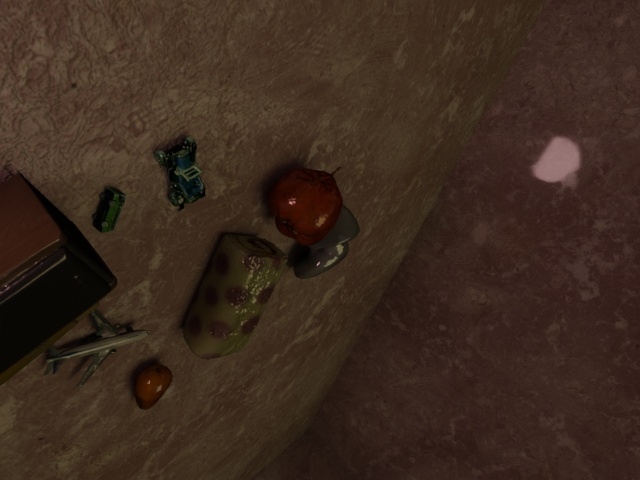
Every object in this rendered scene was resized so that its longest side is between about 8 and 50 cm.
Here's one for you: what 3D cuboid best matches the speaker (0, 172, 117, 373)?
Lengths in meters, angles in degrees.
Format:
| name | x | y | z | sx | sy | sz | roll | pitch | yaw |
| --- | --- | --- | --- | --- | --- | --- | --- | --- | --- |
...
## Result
| name | x | y | z | sx | sy | sz | roll | pitch | yaw |
| --- | --- | --- | --- | --- | --- | --- | --- | --- | --- |
| speaker | -0.456 | 0.054 | 0.609 | 0.231 | 0.192 | 0.153 | -41 | 154 | -17 |

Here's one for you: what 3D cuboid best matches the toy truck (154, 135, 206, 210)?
| name | x | y | z | sx | sy | sz | roll | pitch | yaw |
| --- | --- | --- | --- | --- | --- | --- | --- | --- | --- |
| toy truck | -0.263 | -0.124 | 0.857 | 0.080 | 0.078 | 0.154 | -38 | 151 | -30 |

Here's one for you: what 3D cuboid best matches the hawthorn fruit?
| name | x | y | z | sx | sy | sz | roll | pitch | yaw |
| --- | --- | --- | --- | --- | --- | --- | --- | --- | --- |
| hawthorn fruit | -0.023 | -0.120 | 1.176 | 0.243 | 0.207 | 0.207 | -51 | 156 | -19 |

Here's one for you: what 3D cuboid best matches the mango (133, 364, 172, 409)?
| name | x | y | z | sx | sy | sz | roll | pitch | yaw |
| --- | --- | --- | --- | --- | --- | --- | --- | --- | --- |
| mango | -0.463 | 0.397 | 1.175 | 0.159 | 0.084 | 0.105 | -48 | -179 | 39 |

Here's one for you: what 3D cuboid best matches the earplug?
| name | x | y | z | sx | sy | sz | roll | pitch | yaw |
| --- | --- | --- | --- | --- | --- | --- | --- | --- | --- |
| earplug | 0.009 | 0.008 | 1.441 | 0.214 | 0.175 | 0.325 | -37 | 160 | -43 |

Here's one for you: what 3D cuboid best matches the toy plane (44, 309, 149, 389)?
| name | x | y | z | sx | sy | sz | roll | pitch | yaw |
| --- | --- | --- | --- | --- | --- | --- | --- | --- | --- |
| toy plane | -0.484 | 0.229 | 0.940 | 0.226 | 0.058 | 0.226 | -19 | 135 | -57 |

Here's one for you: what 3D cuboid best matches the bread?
| name | x | y | z | sx | sy | sz | roll | pitch | yaw |
| --- | --- | --- | --- | --- | --- | --- | --- | --- | --- |
| bread | -0.234 | 0.156 | 1.179 | 0.187 | 0.155 | 0.338 | 2 | 121 | -57 |

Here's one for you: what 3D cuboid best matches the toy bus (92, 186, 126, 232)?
| name | x | y | z | sx | sy | sz | roll | pitch | yaw |
| --- | --- | --- | --- | --- | --- | --- | --- | --- | --- |
| toy bus | -0.385 | -0.055 | 0.782 | 0.083 | 0.031 | 0.037 | -61 | 161 | 17 |

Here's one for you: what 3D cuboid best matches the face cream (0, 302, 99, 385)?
| name | x | y | z | sx | sy | sz | roll | pitch | yaw |
| --- | --- | --- | --- | --- | --- | --- | --- | --- | --- |
| face cream | -0.526 | 0.160 | 0.759 | 0.285 | 0.067 | 0.139 | -44 | 156 | -22 |
